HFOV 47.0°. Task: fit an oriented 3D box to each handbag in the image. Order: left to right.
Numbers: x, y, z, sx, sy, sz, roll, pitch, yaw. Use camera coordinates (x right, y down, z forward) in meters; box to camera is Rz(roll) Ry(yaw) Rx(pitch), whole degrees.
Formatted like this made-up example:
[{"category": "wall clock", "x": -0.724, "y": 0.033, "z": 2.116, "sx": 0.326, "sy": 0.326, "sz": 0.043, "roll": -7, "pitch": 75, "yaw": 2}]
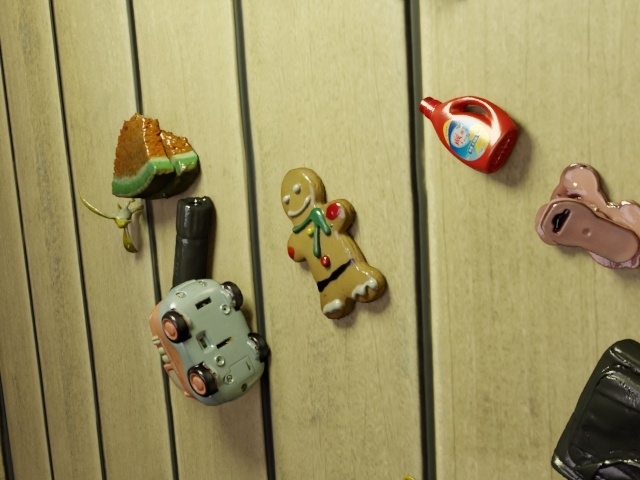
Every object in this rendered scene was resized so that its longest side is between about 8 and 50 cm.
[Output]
[{"category": "handbag", "x": 0.440, "y": 0.289, "z": 0.936, "sx": 0.275, "sy": 0.088, "sz": 0.244, "roll": 37, "pitch": 128, "yaw": 35}]

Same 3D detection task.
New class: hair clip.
[{"category": "hair clip", "x": 0.365, "y": -0.026, "z": 0.984, "sx": 0.138, "sy": 0.102, "sz": 0.123, "roll": 20, "pitch": 120, "yaw": 8}]

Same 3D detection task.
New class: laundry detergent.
[{"category": "laundry detergent", "x": 0.213, "y": -0.175, "z": 1.101, "sx": 0.165, "sy": 0.049, "sz": 0.097, "roll": 43, "pitch": 120, "yaw": 34}]

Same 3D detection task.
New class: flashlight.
[{"category": "flashlight", "x": -0.306, "y": 0.099, "z": 1.707, "sx": 0.103, "sy": 0.103, "sz": 0.423, "roll": 25, "pitch": 114, "yaw": 42}]

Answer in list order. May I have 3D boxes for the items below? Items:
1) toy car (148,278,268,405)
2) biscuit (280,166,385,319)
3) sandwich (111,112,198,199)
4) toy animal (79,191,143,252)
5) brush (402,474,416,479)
[{"category": "toy car", "x": -0.260, "y": 0.225, "z": 1.592, "sx": 0.212, "sy": 0.180, "sz": 0.270, "roll": -26, "pitch": 92, "yaw": 49}, {"category": "biscuit", "x": 0.000, "y": 0.000, "z": 1.378, "sx": 0.197, "sy": 0.049, "sz": 0.301, "roll": -38, "pitch": 70, "yaw": 43}, {"category": "sandwich", "x": -0.403, "y": -0.188, "z": 1.728, "sx": 0.292, "sy": 0.109, "sz": 0.212, "roll": 16, "pitch": 111, "yaw": 45}, {"category": "toy animal", "x": -0.497, "y": -0.067, "z": 1.860, "sx": 0.155, "sy": 0.095, "sz": 0.219, "roll": -13, "pitch": 128, "yaw": 48}, {"category": "brush", "x": 0.218, "y": 0.460, "z": 1.268, "sx": 0.205, "sy": 0.011, "sz": 0.083, "roll": 20, "pitch": 115, "yaw": 44}]
